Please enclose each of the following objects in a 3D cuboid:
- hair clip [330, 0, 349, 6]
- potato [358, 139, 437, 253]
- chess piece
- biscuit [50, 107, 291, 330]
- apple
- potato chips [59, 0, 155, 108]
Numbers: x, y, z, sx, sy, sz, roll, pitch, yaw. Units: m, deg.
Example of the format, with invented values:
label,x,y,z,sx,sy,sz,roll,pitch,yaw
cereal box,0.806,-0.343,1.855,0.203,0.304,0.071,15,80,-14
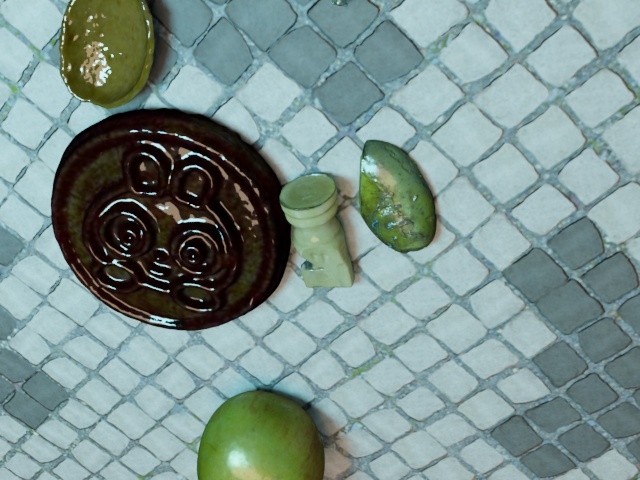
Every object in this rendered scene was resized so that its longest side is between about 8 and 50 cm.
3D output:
label,x,y,z,sx,sy,sz,roll,pitch,yaw
hair clip,0.043,-0.388,0.959,0.049,0.049,0.173,20,117,0
potato,0.110,-0.057,1.139,0.119,0.054,0.198,-5,119,18
chess piece,0.000,0.000,1.187,0.090,0.090,0.200,-4,130,14
biscuit,-0.249,-0.018,1.218,0.407,0.091,0.407,5,121,9
apple,-0.111,0.411,1.385,0.260,0.194,0.261,6,122,10
potato chips,-0.306,-0.289,1.089,0.150,0.049,0.202,19,125,5
